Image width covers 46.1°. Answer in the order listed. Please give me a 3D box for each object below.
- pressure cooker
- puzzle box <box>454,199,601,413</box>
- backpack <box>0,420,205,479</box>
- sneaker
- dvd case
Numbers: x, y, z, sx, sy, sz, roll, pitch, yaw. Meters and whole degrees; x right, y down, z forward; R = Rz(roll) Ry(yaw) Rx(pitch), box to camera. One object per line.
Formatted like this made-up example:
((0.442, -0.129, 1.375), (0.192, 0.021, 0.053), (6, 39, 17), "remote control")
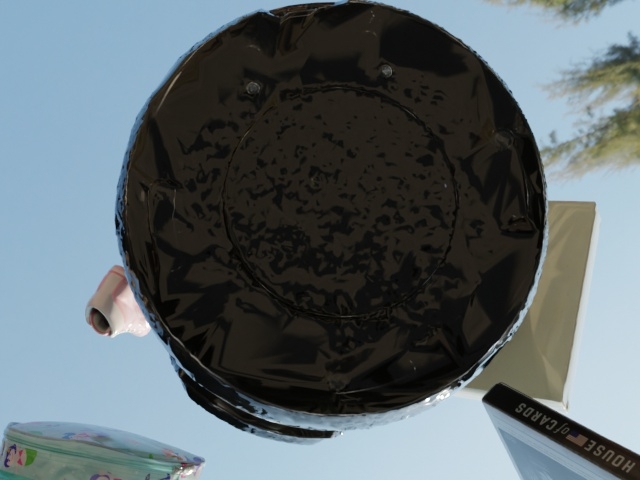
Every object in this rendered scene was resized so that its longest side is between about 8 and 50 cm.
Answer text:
((0.004, -0.005, 0.780), (0.375, 0.420, 0.370), (-20, -94, -7), "pressure cooker")
((0.150, 0.068, 1.024), (0.408, 0.052, 0.272), (4, -117, 32), "puzzle box")
((-0.244, 0.276, 0.729), (0.253, 0.225, 0.191), (17, -103, -57), "backpack")
((-0.242, 0.092, 0.890), (0.050, 0.134, 0.070), (21, -123, 13), "sneaker")
((0.239, 0.234, 0.615), (0.029, 0.179, 0.239), (-39, -60, -18), "dvd case")
